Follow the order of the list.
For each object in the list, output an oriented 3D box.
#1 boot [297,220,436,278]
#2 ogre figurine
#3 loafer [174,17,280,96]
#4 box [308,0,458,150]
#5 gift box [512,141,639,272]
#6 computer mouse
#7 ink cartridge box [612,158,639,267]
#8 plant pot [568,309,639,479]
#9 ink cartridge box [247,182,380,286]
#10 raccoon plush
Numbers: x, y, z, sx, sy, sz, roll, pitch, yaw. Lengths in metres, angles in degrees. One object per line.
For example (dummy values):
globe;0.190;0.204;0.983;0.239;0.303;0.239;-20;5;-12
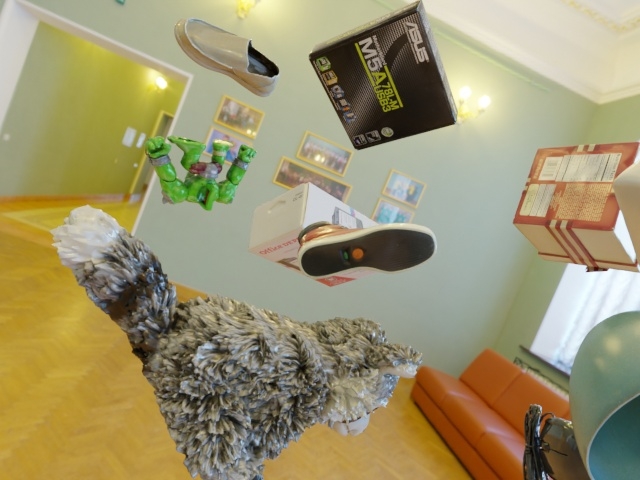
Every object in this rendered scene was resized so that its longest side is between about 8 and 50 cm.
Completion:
boot;0.079;-0.003;0.791;0.245;0.088;0.176;-6;17;-1
ogre figurine;-0.213;-0.121;0.758;0.097;0.118;0.197;22;20;23
loafer;-0.205;-0.442;0.997;0.269;0.101;0.092;19;-24;-36
box;0.103;-0.250;0.680;0.184;0.045;0.190;-6;-47;33
gift box;0.646;-0.083;1.047;0.258;0.255;0.276;32;-9;-35
computer mouse;0.464;0.409;0.797;0.072;0.188;0.272;13;-21;-10
ink cartridge box;0.426;0.064;0.235;0.285;0.166;0.395;57;-2;-21
plant pot;0.495;0.212;0.613;0.290;0.290;0.195;22;28;-7
ink cartridge box;0.000;0.000;1.110;0.306;0.131;0.226;25;-32;-36
raccoon plush;-0.058;0.108;0.525;0.216;0.299;0.446;47;-16;54
